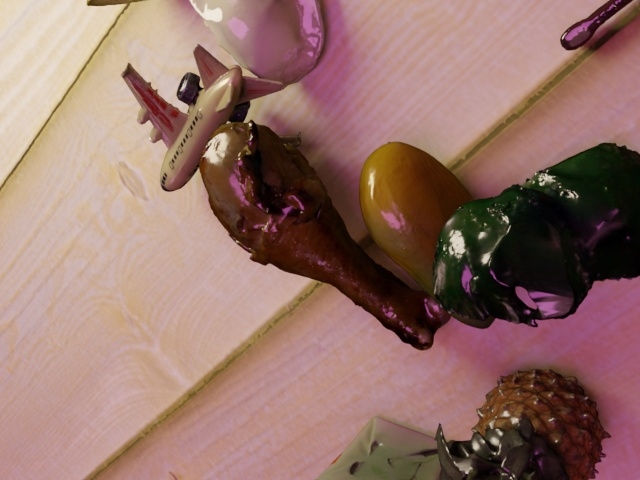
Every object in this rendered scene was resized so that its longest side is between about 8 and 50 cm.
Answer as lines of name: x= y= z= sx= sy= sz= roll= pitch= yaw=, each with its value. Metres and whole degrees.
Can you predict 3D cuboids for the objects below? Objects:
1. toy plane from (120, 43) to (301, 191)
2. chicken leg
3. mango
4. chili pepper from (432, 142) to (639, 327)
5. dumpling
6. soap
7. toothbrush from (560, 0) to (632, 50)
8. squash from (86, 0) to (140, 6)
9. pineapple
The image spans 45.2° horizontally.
toy plane: x=-0.156 y=-0.148 z=1.010 sx=0.242 sy=0.104 sz=0.256 roll=20 pitch=149 yaw=-22
chicken leg: x=-0.013 y=-0.002 z=0.967 sx=0.140 sy=0.211 sz=0.361 roll=-45 pitch=110 yaw=0
mango: x=0.135 y=-0.010 z=0.896 sx=0.237 sy=0.137 sz=0.091 roll=47 pitch=143 yaw=-15
chili pepper: x=0.239 y=-0.004 z=0.789 sx=0.265 sy=0.116 sz=0.148 roll=-20 pitch=91 yaw=0
dumpling: x=-0.070 y=-0.282 z=0.947 sx=0.134 sy=0.100 sz=0.169 roll=-40 pitch=85 yaw=20
soap: x=0.085 y=0.369 z=1.011 sx=0.139 sy=0.182 sz=0.199 roll=12 pitch=111 yaw=28
toothbrush: x=0.378 y=-0.303 z=0.723 sx=0.364 sy=0.041 sz=0.040 roll=-40 pitch=84 yaw=33
squash: x=-0.249 y=-0.442 z=0.990 sx=0.170 sy=0.093 sz=0.252 roll=-15 pitch=101 yaw=-13
pineapple: x=0.193 y=0.247 z=0.808 sx=0.166 sy=0.365 sz=0.165 roll=7 pitch=103 yaw=31
